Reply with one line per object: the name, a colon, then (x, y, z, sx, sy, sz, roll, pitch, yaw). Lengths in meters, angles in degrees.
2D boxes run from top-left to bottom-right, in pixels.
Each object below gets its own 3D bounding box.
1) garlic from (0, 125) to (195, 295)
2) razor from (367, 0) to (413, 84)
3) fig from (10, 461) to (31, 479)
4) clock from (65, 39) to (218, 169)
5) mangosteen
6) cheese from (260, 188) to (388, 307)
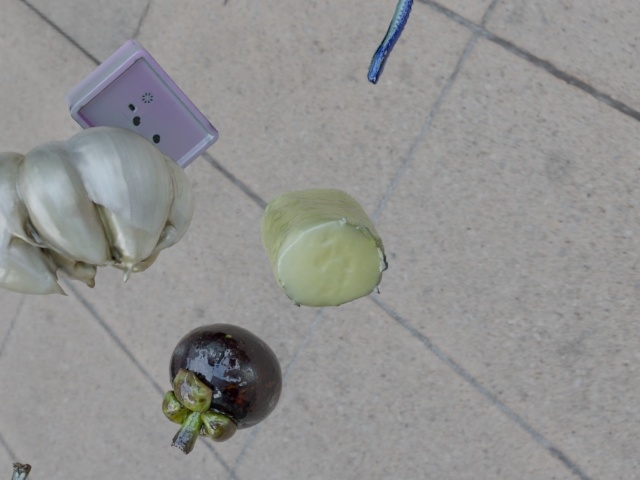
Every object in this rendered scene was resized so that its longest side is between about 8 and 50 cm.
garlic: (-0.279, -0.039, 1.014, 0.203, 0.281, 0.185, 60, 137, 26)
razor: (0.153, -0.394, 1.368, 0.056, 0.093, 0.324, 32, 80, 4)
fig: (-0.397, 0.410, 1.039, 0.231, 0.160, 0.143, -56, 41, -2)
clock: (-0.273, -0.187, 1.288, 0.150, 0.197, 0.063, -41, 40, 1)
mangosteen: (-0.165, 0.243, 1.352, 0.192, 0.192, 0.217, 1, 51, 38)
cheese: (0.000, 0.000, 0.906, 0.123, 0.167, 0.094, -14, 110, -4)
